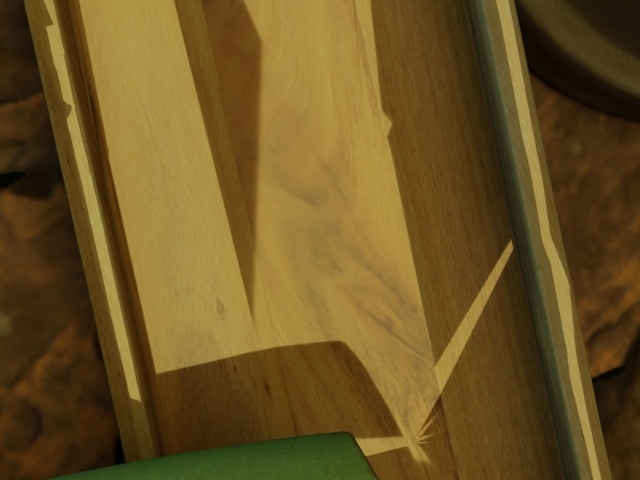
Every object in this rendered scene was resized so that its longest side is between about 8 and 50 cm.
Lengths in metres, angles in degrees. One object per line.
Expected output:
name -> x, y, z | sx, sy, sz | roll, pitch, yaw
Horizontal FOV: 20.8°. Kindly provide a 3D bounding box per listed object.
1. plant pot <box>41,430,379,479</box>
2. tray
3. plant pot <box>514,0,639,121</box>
plant pot -> -0.086, 0.199, 0.641 | 0.293, 0.275, 0.275 | -27, 97, -3
tray -> 0.000, 0.000, 0.774 | 0.203, 0.076, 0.411 | -12, 94, 0
plant pot -> 0.206, -0.185, 0.773 | 0.263, 0.229, 0.263 | 0, 91, -16
